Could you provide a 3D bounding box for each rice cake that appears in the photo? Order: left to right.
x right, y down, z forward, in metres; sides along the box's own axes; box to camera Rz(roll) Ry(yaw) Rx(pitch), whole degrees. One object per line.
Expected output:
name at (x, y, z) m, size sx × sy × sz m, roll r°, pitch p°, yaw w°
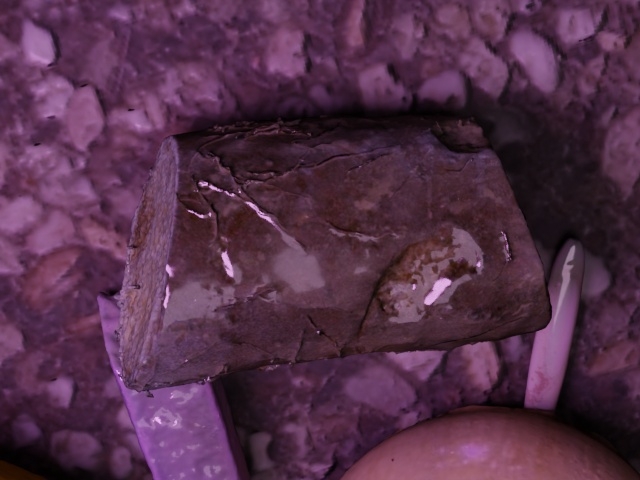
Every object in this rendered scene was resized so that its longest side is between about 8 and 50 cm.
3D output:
rice cake at (-0.061, 0.208, 1.245) m, size 0.064 × 0.070 × 0.399 m, roll -17°, pitch 117°, yaw -3°

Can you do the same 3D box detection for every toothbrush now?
toothbrush at (0.141, 0.139, 1.256) m, size 0.025 × 0.029 × 0.307 m, roll 3°, pitch 115°, yaw -13°

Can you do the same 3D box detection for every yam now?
yam at (0.000, 0.000, 1.109) m, size 0.254 × 0.154 × 0.154 m, roll -8°, pitch 116°, yaw -8°

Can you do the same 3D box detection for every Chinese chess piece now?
Chinese chess piece at (0.112, 0.235, 1.230) m, size 0.257 × 0.104 × 0.257 m, roll 2°, pitch 110°, yaw 7°

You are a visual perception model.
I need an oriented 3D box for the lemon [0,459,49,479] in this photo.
lemon at (-0.233, 0.248, 1.148) m, size 0.320 × 0.245 × 0.245 m, roll 29°, pitch 109°, yaw -12°
